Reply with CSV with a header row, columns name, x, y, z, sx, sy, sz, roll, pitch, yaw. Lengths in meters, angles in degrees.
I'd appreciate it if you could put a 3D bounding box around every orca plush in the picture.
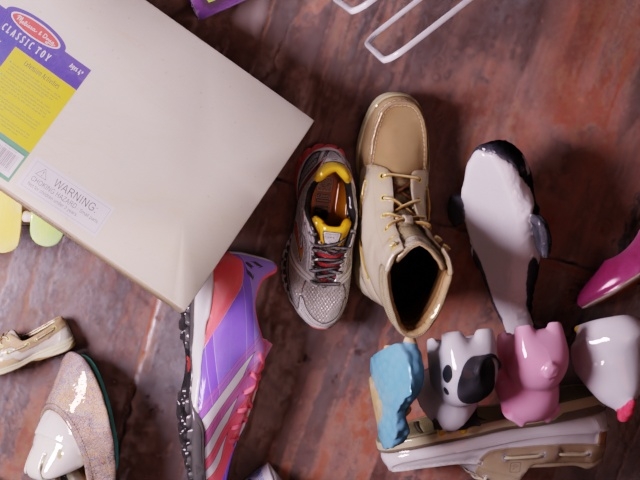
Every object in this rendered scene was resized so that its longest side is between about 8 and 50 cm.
name,x,y,z,sx,sy,sz,roll,pitch,yaw
orca plush,0.255,-0.006,1.926,0.102,0.151,0.287,-36,111,-35

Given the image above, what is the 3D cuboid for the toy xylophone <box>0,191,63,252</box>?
name,x,y,z,sx,sy,sz,roll,pitch,yaw
toy xylophone,-0.371,-0.097,1.810,0.322,0.081,0.236,-4,103,-9

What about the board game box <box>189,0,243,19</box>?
name,x,y,z,sx,sy,sz,roll,pitch,yaw
board game box,-0.027,-0.420,1.811,0.346,0.056,0.208,-24,110,-3

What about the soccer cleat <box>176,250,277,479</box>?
name,x,y,z,sx,sy,sz,roll,pitch,yaw
soccer cleat,-0.113,0.170,1.905,0.116,0.108,0.318,-1,101,-13

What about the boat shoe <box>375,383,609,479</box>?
name,x,y,z,sx,sy,sz,roll,pitch,yaw
boat shoe,0.223,0.262,1.975,0.302,0.113,0.103,-10,99,-8

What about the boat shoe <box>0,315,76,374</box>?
name,x,y,z,sx,sy,sz,roll,pitch,yaw
boat shoe,-0.365,0.128,1.882,0.135,0.050,0.045,-20,102,-15

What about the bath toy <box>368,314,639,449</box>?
name,x,y,z,sx,sy,sz,roll,pitch,yaw
bath toy,0.237,0.171,1.882,0.348,0.151,0.129,-6,78,-15

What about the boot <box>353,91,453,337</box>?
name,x,y,z,sx,sy,sz,roll,pitch,yaw
boot,0.098,-0.033,1.837,0.095,0.203,0.262,4,104,-11

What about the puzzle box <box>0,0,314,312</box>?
name,x,y,z,sx,sy,sz,roll,pitch,yaw
puzzle box,-0.246,-0.142,1.765,0.409,0.052,0.272,36,78,-6

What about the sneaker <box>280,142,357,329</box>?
name,x,y,z,sx,sy,sz,roll,pitch,yaw
sneaker,0.000,0.000,1.887,0.088,0.093,0.225,-2,104,-9

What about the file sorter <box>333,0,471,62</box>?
name,x,y,z,sx,sy,sz,roll,pitch,yaw
file sorter,0.052,-0.360,1.719,0.173,0.193,0.278,-37,106,3

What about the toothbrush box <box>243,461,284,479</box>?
name,x,y,z,sx,sy,sz,roll,pitch,yaw
toothbrush box,-0.108,0.461,1.959,0.295,0.126,0.216,-39,105,2

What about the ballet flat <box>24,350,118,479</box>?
name,x,y,z,sx,sy,sz,roll,pitch,yaw
ballet flat,-0.297,0.295,1.890,0.106,0.107,0.316,-19,107,-36

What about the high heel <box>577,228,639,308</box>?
name,x,y,z,sx,sy,sz,roll,pitch,yaw
high heel,0.400,-0.022,1.970,0.244,0.082,0.117,-40,78,14
